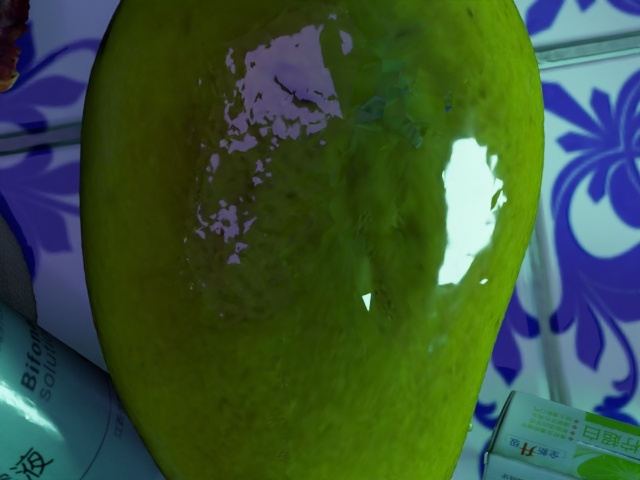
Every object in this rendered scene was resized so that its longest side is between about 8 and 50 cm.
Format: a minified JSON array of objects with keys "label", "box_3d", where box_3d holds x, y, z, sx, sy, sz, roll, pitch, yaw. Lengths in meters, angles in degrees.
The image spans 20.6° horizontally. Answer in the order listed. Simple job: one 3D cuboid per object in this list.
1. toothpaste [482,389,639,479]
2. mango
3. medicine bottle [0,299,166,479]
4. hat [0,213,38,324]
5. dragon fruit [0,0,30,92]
[{"label":"toothpaste","box_3d":[0.271,0.191,1.136,0.336,0.067,0.081,16,136,12]},{"label":"mango","box_3d":[0.000,0.000,1.081,0.301,0.220,0.445,-14,112,-27]},{"label":"medicine bottle","box_3d":[-0.225,0.077,1.038,0.110,0.110,0.352,-48,132,1]},{"label":"hat","box_3d":[-0.308,0.062,1.109,0.252,0.110,0.252,-7,99,-48]},{"label":"dragon fruit","box_3d":[-0.306,-0.133,0.959,0.302,0.330,0.240,-51,140,-6]}]
